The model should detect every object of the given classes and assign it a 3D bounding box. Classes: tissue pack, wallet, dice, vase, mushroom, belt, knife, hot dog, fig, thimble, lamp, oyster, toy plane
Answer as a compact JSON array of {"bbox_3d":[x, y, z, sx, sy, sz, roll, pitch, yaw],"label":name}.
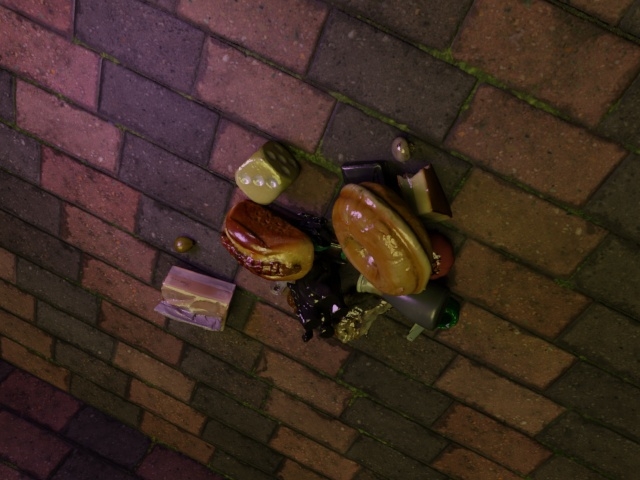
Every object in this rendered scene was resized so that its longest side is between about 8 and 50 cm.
[{"bbox_3d":[-0.552,0.282,2.153,0.306,0.238,0.238,18,125,-4],"label":"tissue pack"},{"bbox_3d":[0.175,-0.168,1.761,0.169,0.052,0.245,-2,122,24],"label":"wallet"},{"bbox_3d":[-0.191,-0.242,1.764,0.169,0.169,0.166,45,124,-11],"label":"dice"},{"bbox_3d":[0.302,0.198,1.820,0.321,0.173,0.173,21,126,22],"label":"vase"},{"bbox_3d":[0.281,-0.306,1.629,0.079,0.085,0.085,-19,118,-10],"label":"mushroom"},{"bbox_3d":[-0.134,0.153,2.060,0.071,0.053,0.232,45,124,-9],"label":"belt"},{"bbox_3d":[0.403,0.358,2.016,0.044,0.023,0.162,29,125,-3],"label":"knife"},{"bbox_3d":[-0.225,0.010,1.820,0.405,0.223,0.185,32,131,32],"label":"hot dog"},{"bbox_3d":[-0.589,0.017,2.124,0.088,0.074,0.073,-9,118,6],"label":"fig"},{"bbox_3d":[0.472,0.282,1.905,0.130,0.090,0.118,-34,109,32],"label":"thimble"},{"bbox_3d":[0.393,0.061,1.768,0.182,0.140,0.181,11,123,18],"label":"lamp"},{"bbox_3d":[0.183,0.283,1.973,0.337,0.133,0.197,-25,79,11],"label":"oyster"},{"bbox_3d":[0.000,0.000,1.896,0.382,0.106,0.155,14,130,10],"label":"toy plane"}]

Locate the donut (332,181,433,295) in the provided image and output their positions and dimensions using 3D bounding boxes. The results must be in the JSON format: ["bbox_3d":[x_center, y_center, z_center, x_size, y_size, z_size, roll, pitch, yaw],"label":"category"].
[{"bbox_3d":[0.204,0.002,1.621,0.449,0.198,0.449,48,166,16],"label":"donut"}]

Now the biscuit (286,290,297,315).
[{"bbox_3d":[-0.081,0.280,2.134,0.124,0.026,0.175,-6,118,24],"label":"biscuit"}]

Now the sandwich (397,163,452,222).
[{"bbox_3d":[0.358,-0.158,1.670,0.108,0.220,0.185,-18,77,30],"label":"sandwich"}]

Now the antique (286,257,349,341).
[{"bbox_3d":[-0.012,0.219,1.919,0.185,0.255,0.322,2,132,-29],"label":"antique"}]
